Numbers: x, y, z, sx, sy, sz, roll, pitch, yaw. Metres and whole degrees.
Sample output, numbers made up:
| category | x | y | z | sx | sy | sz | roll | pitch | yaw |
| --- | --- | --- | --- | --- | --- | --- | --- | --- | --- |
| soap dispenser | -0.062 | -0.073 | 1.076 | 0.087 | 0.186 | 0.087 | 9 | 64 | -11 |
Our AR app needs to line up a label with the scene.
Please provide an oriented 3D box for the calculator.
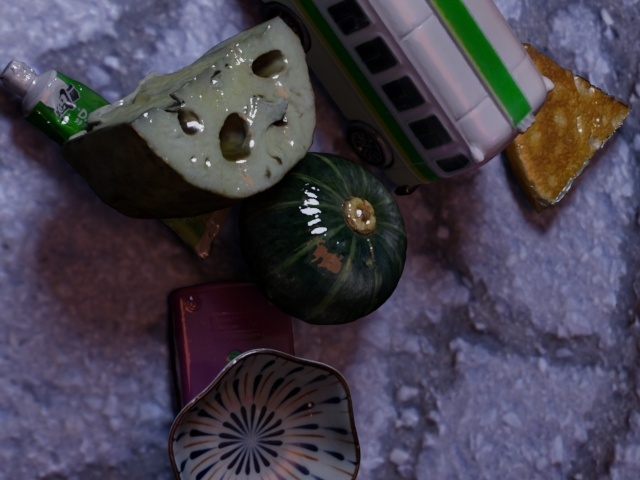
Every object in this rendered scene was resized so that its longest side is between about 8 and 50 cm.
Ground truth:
| category | x | y | z | sx | sy | sz | roll | pitch | yaw |
| --- | --- | --- | --- | --- | --- | --- | --- | --- | --- |
| calculator | -0.078 | 0.133 | 1.287 | 0.127 | 0.034 | 0.190 | -3 | 89 | -27 |

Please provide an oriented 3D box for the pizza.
| category | x | y | z | sx | sy | sz | roll | pitch | yaw |
| --- | --- | --- | --- | --- | --- | --- | --- | --- | --- |
| pizza | 0.259 | -0.140 | 1.484 | 0.176 | 0.036 | 0.184 | -24 | 98 | -29 |

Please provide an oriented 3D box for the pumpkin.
| category | x | y | z | sx | sy | sz | roll | pitch | yaw |
| --- | --- | --- | --- | --- | --- | --- | --- | --- | --- |
| pumpkin | 0.001 | -0.002 | 1.282 | 0.167 | 0.125 | 0.167 | 26 | 55 | -44 |

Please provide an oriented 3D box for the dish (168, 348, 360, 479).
| category | x | y | z | sx | sy | sz | roll | pitch | yaw |
| --- | --- | --- | --- | --- | --- | --- | --- | --- | --- |
| dish | -0.059 | 0.183 | 1.242 | 0.191 | 0.066 | 0.190 | -4 | 99 | -26 |

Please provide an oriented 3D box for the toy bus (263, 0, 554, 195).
| category | x | y | z | sx | sy | sz | roll | pitch | yaw |
| --- | --- | --- | --- | --- | --- | --- | --- | --- | --- |
| toy bus | 0.070 | -0.204 | 1.299 | 0.143 | 0.179 | 0.305 | -43 | 108 | -23 |

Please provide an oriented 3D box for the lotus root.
| category | x | y | z | sx | sy | sz | roll | pitch | yaw |
| --- | --- | --- | --- | --- | --- | --- | --- | --- | --- |
| lotus root | -0.103 | -0.095 | 1.199 | 0.235 | 0.119 | 0.138 | -36 | 100 | -46 |

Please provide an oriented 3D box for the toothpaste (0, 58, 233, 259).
| category | x | y | z | sx | sy | sz | roll | pitch | yaw |
| --- | --- | --- | --- | --- | --- | --- | --- | --- | --- |
| toothpaste | -0.180 | -0.080 | 1.234 | 0.248 | 0.047 | 0.078 | 38 | 64 | -24 |
